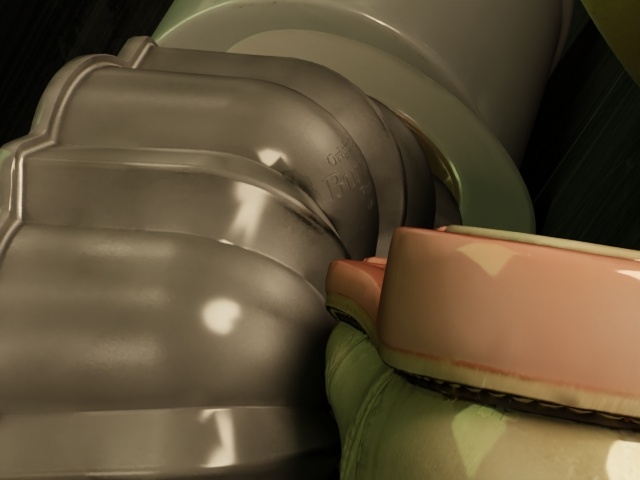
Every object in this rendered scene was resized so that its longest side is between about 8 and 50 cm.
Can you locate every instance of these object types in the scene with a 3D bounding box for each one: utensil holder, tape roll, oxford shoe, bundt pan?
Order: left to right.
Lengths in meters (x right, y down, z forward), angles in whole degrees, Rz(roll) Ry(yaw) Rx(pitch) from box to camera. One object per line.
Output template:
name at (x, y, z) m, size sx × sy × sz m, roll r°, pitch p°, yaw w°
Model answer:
bundt pan at (-0.015, 0.076, 0.826) m, size 0.331 × 0.124 × 0.331 m, roll -2°, pitch -90°, yaw -68°
tape roll at (0.000, 0.000, 1.332) m, size 0.169 × 0.246 × 0.246 m, roll -56°, pitch 3°, yaw 38°
utensil holder at (0.025, -0.141, 1.622) m, size 0.327 × 0.327 × 0.385 m, roll -57°, pitch 4°, yaw 33°
oxford shoe at (0.057, 0.083, 0.612) m, size 0.397 × 0.140 × 0.146 m, roll 44°, pitch -125°, yaw -83°

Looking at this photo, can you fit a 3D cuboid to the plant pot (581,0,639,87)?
plant pot at (0.185, -0.142, 0.985) m, size 0.095 × 0.134 × 0.134 m, roll -32°, pitch 12°, yaw 20°
